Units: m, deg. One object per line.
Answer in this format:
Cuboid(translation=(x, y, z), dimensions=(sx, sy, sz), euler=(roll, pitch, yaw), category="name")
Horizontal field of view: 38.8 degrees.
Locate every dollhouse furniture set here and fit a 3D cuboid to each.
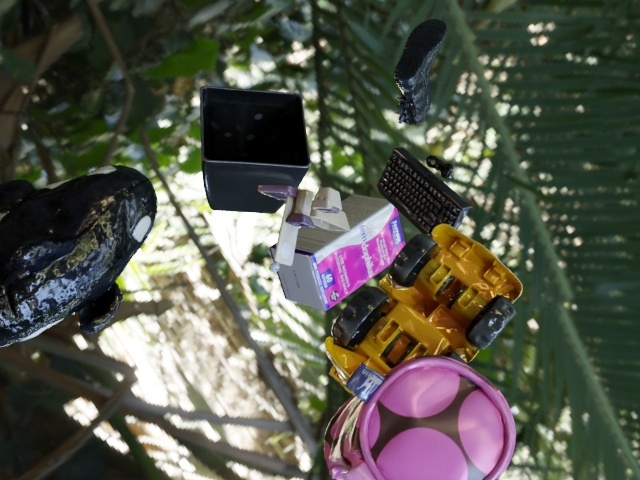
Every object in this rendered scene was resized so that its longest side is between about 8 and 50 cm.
Cuboid(translation=(0.000, 0.000, 0.890), dimensions=(0.091, 0.081, 0.114), euler=(4, 170, 37), category="dollhouse furniture set")

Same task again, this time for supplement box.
Cuboid(translation=(0.035, 0.016, 1.616), dimensions=(0.114, 0.111, 0.220), euler=(11, -144, 46), category="supplement box")

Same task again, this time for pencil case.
Cuboid(translation=(0.049, 0.127, 0.582), dimensions=(0.098, 0.095, 0.209), euler=(-42, 171, -12), category="pencil case")

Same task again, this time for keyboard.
Cuboid(translation=(0.151, -0.076, 1.324), dimensions=(0.023, 0.180, 0.108), euler=(12, 115, -40), category="keyboard")

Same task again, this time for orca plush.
Cuboid(translation=(-0.251, 0.011, 0.723), dimensions=(0.287, 0.151, 0.102), euler=(-20, 167, -23), category="orca plush")

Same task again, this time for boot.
Cuboid(translation=(0.134, -0.219, 1.204), dimensions=(0.121, 0.045, 0.099), euler=(-61, 155, -22), category="boot")

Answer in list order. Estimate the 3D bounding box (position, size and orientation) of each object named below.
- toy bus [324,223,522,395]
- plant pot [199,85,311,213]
Cuboid(translation=(0.116, 0.119, 1.089), dimensions=(0.220, 0.149, 0.211), euler=(-46, 165, -18), category="toy bus")
Cuboid(translation=(-0.133, -0.150, 1.648), dimensions=(0.188, 0.187, 0.167), euler=(3, 140, -13), category="plant pot")
